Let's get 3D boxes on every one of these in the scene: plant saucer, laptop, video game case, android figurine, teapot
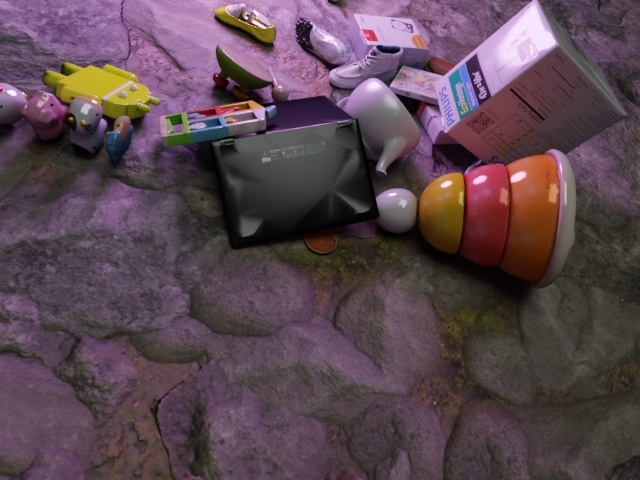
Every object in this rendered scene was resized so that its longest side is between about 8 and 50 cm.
[{"bbox_3d":[0.000,0.000,1.383,0.083,0.013,0.084,9,53,-12],"label":"plant saucer"},{"bbox_3d":[-0.097,-0.205,1.465,0.381,0.236,0.408,-12,87,-14],"label":"laptop"},{"bbox_3d":[0.346,-0.508,1.819,0.206,0.026,0.227,18,37,9],"label":"video game case"},{"bbox_3d":[-0.560,-0.390,1.439,0.272,0.056,0.248,20,32,0],"label":"android figurine"},{"bbox_3d":[0.145,-0.318,1.563,0.187,0.256,0.253,-38,94,7],"label":"teapot"}]

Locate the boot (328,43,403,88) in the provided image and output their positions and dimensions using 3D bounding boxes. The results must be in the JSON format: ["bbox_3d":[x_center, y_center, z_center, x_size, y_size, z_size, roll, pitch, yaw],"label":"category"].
[{"bbox_3d":[0.149,-0.576,1.794,0.258,0.123,0.095,-19,62,-29],"label":"boot"}]

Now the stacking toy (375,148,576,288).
[{"bbox_3d":[0.373,-0.074,1.425,0.479,0.351,0.351,6,51,8],"label":"stacking toy"}]

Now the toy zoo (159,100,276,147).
[{"bbox_3d":[-0.254,-0.301,1.396,0.293,0.030,0.192,-13,30,-11],"label":"toy zoo"}]

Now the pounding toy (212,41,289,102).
[{"bbox_3d":[-0.224,-0.469,1.626,0.236,0.110,0.183,15,32,-45],"label":"pounding toy"}]

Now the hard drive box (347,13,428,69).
[{"bbox_3d":[0.233,-0.691,1.932,0.232,0.089,0.181,-4,55,-20],"label":"hard drive box"}]

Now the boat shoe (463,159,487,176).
[{"bbox_3d":[0.471,-0.212,1.679,0.142,0.040,0.049,-36,101,-36],"label":"boat shoe"}]

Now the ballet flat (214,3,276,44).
[{"bbox_3d":[-0.241,-0.726,1.811,0.230,0.077,0.077,32,52,7],"label":"ballet flat"}]

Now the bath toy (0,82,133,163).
[{"bbox_3d":[-0.631,-0.284,1.300,0.348,0.152,0.129,16,33,-4],"label":"bath toy"}]

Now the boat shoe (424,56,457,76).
[{"bbox_3d":[0.514,-0.571,1.922,0.307,0.104,0.111,29,51,5],"label":"boat shoe"}]

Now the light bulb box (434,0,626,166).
[{"bbox_3d":[0.585,-0.403,1.585,0.357,0.361,0.225,27,44,-32],"label":"light bulb box"}]

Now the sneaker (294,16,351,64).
[{"bbox_3d":[0.005,-0.661,1.850,0.237,0.085,0.086,44,27,21],"label":"sneaker"}]

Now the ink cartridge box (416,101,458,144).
[{"bbox_3d":[0.387,-0.377,1.761,0.109,0.063,0.151,-5,55,-22],"label":"ink cartridge box"}]
